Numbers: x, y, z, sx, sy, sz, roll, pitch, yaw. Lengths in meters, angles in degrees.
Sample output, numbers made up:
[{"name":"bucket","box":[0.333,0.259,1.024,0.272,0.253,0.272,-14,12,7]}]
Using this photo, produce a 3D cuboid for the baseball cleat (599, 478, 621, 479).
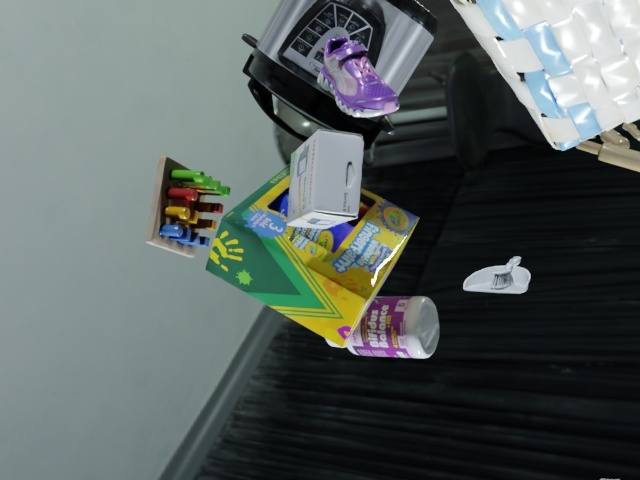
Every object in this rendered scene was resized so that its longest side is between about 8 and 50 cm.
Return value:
[{"name":"baseball cleat","box":[0.406,0.318,0.818,0.072,0.109,0.206,29,106,-40]}]

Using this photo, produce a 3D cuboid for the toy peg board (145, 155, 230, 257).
[{"name":"toy peg board","box":[-0.240,-0.057,1.244,0.161,0.079,0.161,30,65,-68]}]

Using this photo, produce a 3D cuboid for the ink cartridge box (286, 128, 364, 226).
[{"name":"ink cartridge box","box":[0.004,-0.110,1.260,0.093,0.212,0.154,5,84,-17]}]

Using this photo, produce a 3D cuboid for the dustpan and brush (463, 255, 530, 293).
[{"name":"dustpan and brush","box":[0.445,0.078,1.588,0.211,0.147,0.060,-10,100,-56]}]

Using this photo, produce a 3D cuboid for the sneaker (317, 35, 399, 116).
[{"name":"sneaker","box":[0.064,-0.303,1.204,0.095,0.236,0.105,-13,128,-21]}]

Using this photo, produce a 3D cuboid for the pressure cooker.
[{"name":"pressure cooker","box":[0.038,-0.433,1.600,0.375,0.370,0.420,18,112,-43]}]

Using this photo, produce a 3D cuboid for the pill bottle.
[{"name":"pill bottle","box":[0.165,0.241,1.858,0.169,0.301,0.169,10,78,-57]}]

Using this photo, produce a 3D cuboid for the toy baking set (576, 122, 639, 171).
[{"name":"toy baking set","box":[0.508,-0.168,1.121,0.197,0.256,0.030,-45,149,-55]}]

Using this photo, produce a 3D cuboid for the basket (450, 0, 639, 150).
[{"name":"basket","box":[0.201,-0.203,0.343,0.254,0.288,0.201,41,36,-42]}]

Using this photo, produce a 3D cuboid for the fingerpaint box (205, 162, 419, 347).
[{"name":"fingerpaint box","box":[0.000,0.000,1.616,0.445,0.371,0.163,-47,164,-56]}]
